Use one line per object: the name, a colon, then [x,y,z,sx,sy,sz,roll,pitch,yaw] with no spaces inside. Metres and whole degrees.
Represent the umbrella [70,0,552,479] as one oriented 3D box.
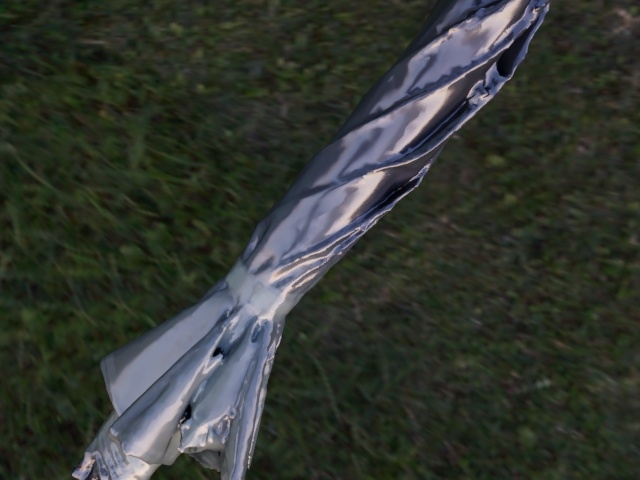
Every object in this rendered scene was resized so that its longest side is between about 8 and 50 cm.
umbrella: [-0.002,0.002,0.367,0.044,0.044,0.269,41,118,6]
